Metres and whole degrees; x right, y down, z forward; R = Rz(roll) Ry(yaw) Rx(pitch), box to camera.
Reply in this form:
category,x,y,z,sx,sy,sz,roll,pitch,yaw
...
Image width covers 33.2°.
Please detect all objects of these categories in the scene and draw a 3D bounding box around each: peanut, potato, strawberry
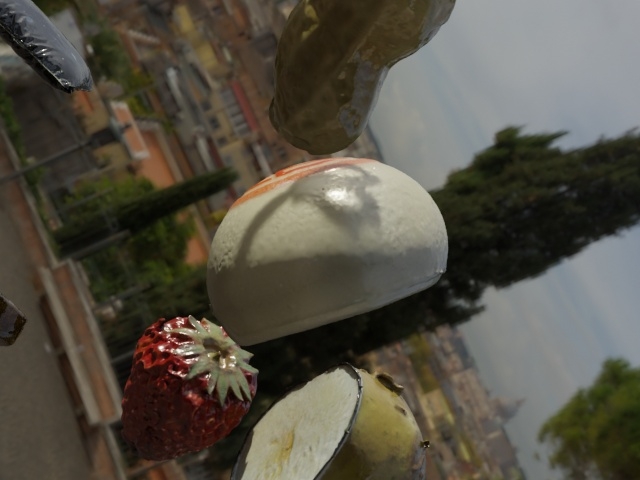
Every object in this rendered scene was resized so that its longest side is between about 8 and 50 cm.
category,x,y,z,sx,sy,sz,roll,pitch,yaw
peanut,0.039,-0.200,0.967,0.130,0.290,0.130,22,36,-17
potato,0.024,0.332,1.556,0.196,0.300,0.246,37,44,-22
strawberry,-0.225,0.244,1.649,0.205,0.244,0.205,35,28,-22

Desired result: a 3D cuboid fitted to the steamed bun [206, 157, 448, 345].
category,x,y,z,sx,sy,sz,roll,pitch,yaw
steamed bun,0.000,0.000,1.209,0.283,0.283,0.177,0,72,-85

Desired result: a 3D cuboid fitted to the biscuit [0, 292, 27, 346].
category,x,y,z,sx,sy,sz,roll,pitch,yaw
biscuit,-0.540,0.033,1.311,0.359,0.074,0.381,33,-19,-18

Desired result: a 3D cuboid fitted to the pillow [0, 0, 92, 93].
category,x,y,z,sx,sy,sz,roll,pitch,yaw
pillow,-0.350,-0.250,1.248,0.208,0.055,0.141,46,10,-7
